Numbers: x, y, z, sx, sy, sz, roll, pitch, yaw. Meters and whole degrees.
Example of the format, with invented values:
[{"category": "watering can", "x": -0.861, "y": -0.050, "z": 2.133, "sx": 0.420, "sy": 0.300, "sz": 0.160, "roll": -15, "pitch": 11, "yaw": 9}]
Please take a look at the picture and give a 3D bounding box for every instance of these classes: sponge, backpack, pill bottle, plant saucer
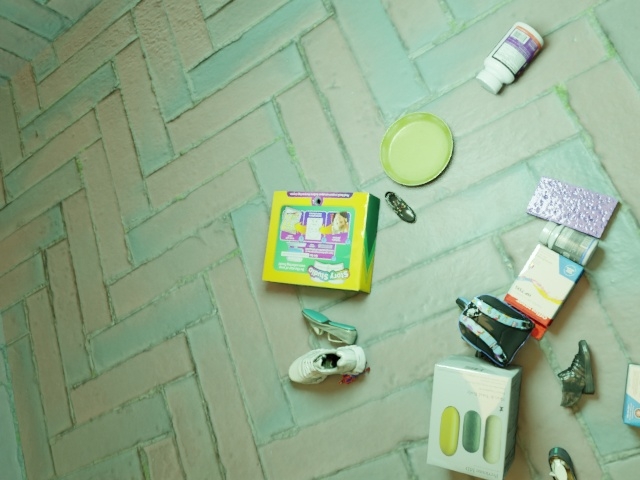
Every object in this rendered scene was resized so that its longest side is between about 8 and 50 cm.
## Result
[{"category": "sponge", "x": 0.697, "y": -0.095, "z": 1.545, "sx": 0.210, "sy": 0.031, "sz": 0.117, "roll": 25, "pitch": 92, "yaw": 28}, {"category": "backpack", "x": 0.462, "y": 0.235, "z": 1.501, "sx": 0.173, "sy": 0.117, "sz": 0.158, "roll": 35, "pitch": 90, "yaw": 11}, {"category": "pill bottle", "x": 0.674, "y": 0.005, "z": 1.513, "sx": 0.137, "sy": 0.078, "sz": 0.078, "roll": 31, "pitch": 96, "yaw": 28}, {"category": "pill bottle", "x": 0.557, "y": -0.538, "z": 1.650, "sx": 0.108, "sy": 0.108, "sz": 0.194, "roll": 45, "pitch": 103, "yaw": 26}, {"category": "plant saucer", "x": 0.308, "y": -0.291, "z": 1.776, "sx": 0.240, "sy": 0.037, "sz": 0.241, "roll": -5, "pitch": 80, "yaw": 27}]

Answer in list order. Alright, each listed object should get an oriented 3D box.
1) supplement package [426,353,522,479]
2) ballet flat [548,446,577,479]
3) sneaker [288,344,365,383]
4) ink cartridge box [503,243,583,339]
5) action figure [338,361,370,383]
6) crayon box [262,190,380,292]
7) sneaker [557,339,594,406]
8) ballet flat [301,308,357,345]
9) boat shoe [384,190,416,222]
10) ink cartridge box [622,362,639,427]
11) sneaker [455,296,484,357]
[{"category": "supplement package", "x": 0.416, "y": 0.464, "z": 1.486, "sx": 0.199, "sy": 0.198, "sz": 0.263, "roll": 5, "pitch": 90, "yaw": 27}, {"category": "ballet flat", "x": 0.635, "y": 0.641, "z": 1.428, "sx": 0.074, "sy": 0.074, "sz": 0.203, "roll": -20, "pitch": 73, "yaw": 23}, {"category": "sneaker", "x": -0.002, "y": 0.392, "z": 1.759, "sx": 0.292, "sy": 0.118, "sz": 0.110, "roll": -24, "pitch": 68, "yaw": 35}, {"category": "ink cartridge box", "x": 0.602, "y": 0.144, "z": 1.526, "sx": 0.134, "sy": 0.078, "sz": 0.231, "roll": 33, "pitch": 97, "yaw": 28}, {"category": "action figure", "x": 0.103, "y": 0.425, "z": 1.764, "sx": 0.115, "sy": 0.030, "sz": 0.038, "roll": -39, "pitch": 70, "yaw": 19}, {"category": "crayon box", "x": 0.000, "y": 0.000, "z": 1.846, "sx": 0.362, "sy": 0.106, "sz": 0.314, "roll": 4, "pitch": 84, "yaw": 28}, {"category": "sneaker", "x": 0.671, "y": 0.352, "z": 1.470, "sx": 0.089, "sy": 0.051, "sz": 0.171, "roll": -8, "pitch": 81, "yaw": 21}, {"category": "ballet flat", "x": 0.020, "y": 0.286, "z": 1.808, "sx": 0.213, "sy": 0.072, "sz": 0.068, "roll": 18, "pitch": 100, "yaw": 29}, {"category": "boat shoe", "x": 0.253, "y": -0.106, "z": 1.771, "sx": 0.049, "sy": 0.042, "sz": 0.133, "roll": -45, "pitch": 66, "yaw": 11}, {"category": "ink cartridge box", "x": 0.856, "y": 0.391, "z": 1.348, "sx": 0.203, "sy": 0.086, "sz": 0.148, "roll": 7, "pitch": 85, "yaw": 27}, {"category": "sneaker", "x": 0.435, "y": 0.250, "z": 1.600, "sx": 0.078, "sy": 0.067, "sz": 0.188, "roll": -27, "pitch": 73, "yaw": 14}]
